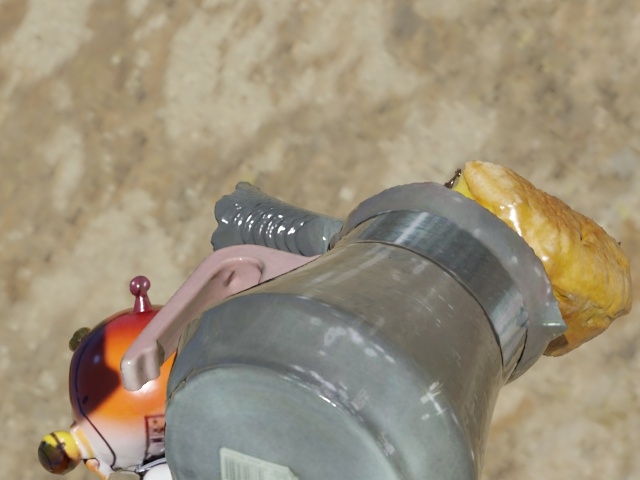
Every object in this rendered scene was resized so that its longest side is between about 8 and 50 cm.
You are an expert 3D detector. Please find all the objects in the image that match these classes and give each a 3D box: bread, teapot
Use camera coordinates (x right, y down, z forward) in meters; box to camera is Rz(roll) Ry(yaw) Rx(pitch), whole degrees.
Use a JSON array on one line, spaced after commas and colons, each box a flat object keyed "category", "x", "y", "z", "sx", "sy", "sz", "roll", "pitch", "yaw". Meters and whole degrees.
[{"category": "bread", "x": 0.225, "y": 0.036, "z": 1.922, "sx": 0.129, "sy": 0.260, "sz": 0.134, "roll": -48, "pitch": 32, "yaw": 18}, {"category": "teapot", "x": 0.016, "y": 0.116, "z": 1.754, "sx": 0.376, "sy": 0.305, "sz": 0.362, "roll": 13, "pitch": 34, "yaw": 25}]

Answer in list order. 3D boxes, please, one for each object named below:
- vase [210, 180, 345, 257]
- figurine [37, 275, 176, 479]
[{"category": "vase", "x": 0.000, "y": 0.000, "z": 2.183, "sx": 0.237, "sy": 0.115, "sz": 0.115, "roll": 8, "pitch": 73, "yaw": 30}, {"category": "figurine", "x": -0.210, "y": 0.223, "z": 2.467, "sx": 0.196, "sy": 0.320, "sz": 0.323, "roll": 111, "pitch": 147, "yaw": -61}]
